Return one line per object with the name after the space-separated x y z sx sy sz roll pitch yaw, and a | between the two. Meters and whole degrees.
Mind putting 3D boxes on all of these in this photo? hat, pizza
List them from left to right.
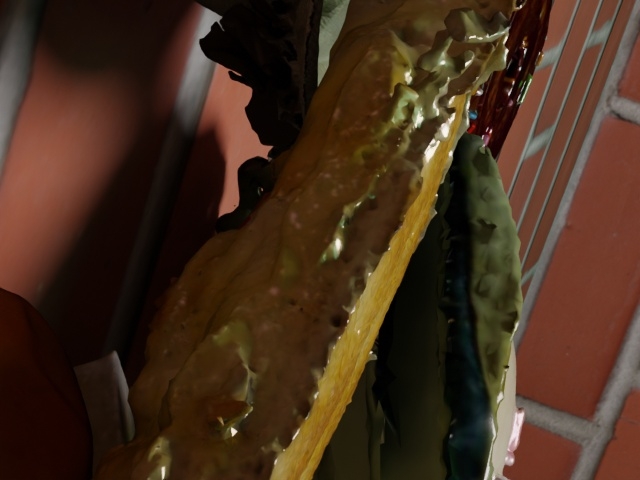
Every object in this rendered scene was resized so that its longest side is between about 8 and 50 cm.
-0.006 -0.166 0.702 0.257 0.130 0.257 20 90 -75 | hat
0.000 0.000 0.584 0.280 0.075 0.288 92 23 -76 | pizza

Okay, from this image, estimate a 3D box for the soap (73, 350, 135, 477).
-0.115 0.218 0.739 0.281 0.143 0.259 82 -1 -62 | soap

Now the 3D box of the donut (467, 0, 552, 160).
0.132 -0.163 1.290 0.235 0.089 0.235 22 90 -77 | donut

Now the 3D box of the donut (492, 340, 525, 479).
0.034 0.177 1.114 0.382 0.142 0.383 -161 -90 -82 | donut

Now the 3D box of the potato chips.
0.005 0.136 0.833 0.358 0.070 0.429 139 -49 -59 | potato chips

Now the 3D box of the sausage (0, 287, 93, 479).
-0.170 0.097 0.456 0.268 0.153 0.141 -37 140 -66 | sausage
